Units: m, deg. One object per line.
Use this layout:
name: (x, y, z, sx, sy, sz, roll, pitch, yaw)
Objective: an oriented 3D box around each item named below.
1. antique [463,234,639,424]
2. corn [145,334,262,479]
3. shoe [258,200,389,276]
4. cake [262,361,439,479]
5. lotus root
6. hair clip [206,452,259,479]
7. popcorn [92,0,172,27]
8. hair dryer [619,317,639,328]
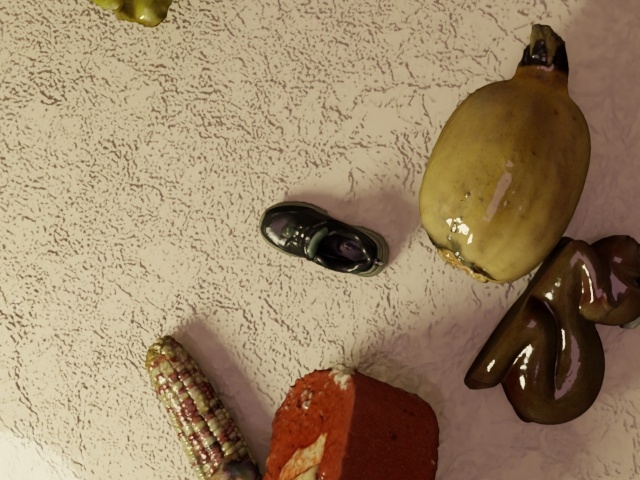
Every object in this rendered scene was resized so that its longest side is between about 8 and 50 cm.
antique: (0.299, 0.104, 1.489, 0.143, 0.121, 0.257, 33, 96, 3)
corn: (-0.152, 0.230, 1.570, 0.079, 0.079, 0.237, -32, 86, 6)
shoe: (0.000, 0.000, 1.534, 0.169, 0.099, 0.071, 19, 96, 7)
cake: (0.029, 0.281, 1.452, 0.150, 0.177, 0.283, 25, 58, -19)
lotus root: (0.229, -0.103, 1.477, 0.182, 0.183, 0.310, 23, 88, 6)
hair clip: (-0.162, 0.393, 1.530, 0.173, 0.069, 0.300, 28, 113, 5)
popcorn: (-0.248, -0.384, 1.515, 0.236, 0.206, 0.252, -2, 108, -9)
hair dryer: (0.410, 0.055, 1.515, 0.082, 0.047, 0.137, 46, 103, 5)
